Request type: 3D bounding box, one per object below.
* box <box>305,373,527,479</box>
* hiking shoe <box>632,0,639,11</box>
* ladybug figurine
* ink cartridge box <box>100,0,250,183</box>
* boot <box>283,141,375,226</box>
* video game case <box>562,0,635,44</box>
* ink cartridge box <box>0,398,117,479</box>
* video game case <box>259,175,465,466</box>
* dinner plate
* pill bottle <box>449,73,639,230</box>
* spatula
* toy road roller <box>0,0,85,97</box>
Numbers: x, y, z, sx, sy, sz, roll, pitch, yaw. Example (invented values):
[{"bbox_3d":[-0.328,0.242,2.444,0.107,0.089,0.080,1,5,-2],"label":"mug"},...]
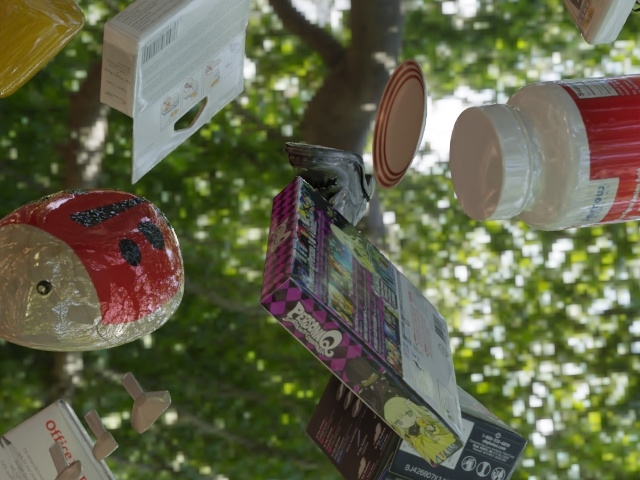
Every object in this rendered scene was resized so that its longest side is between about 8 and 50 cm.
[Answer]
[{"bbox_3d":[0.111,0.240,1.689,0.143,0.165,0.270,-65,-162,3],"label":"box"},{"bbox_3d":[0.432,-0.484,1.932,0.113,0.132,0.304,-49,153,-55],"label":"hiking shoe"},{"bbox_3d":[-0.365,0.028,2.132,0.449,0.305,0.161,-35,148,-64],"label":"ladybug figurine"},{"bbox_3d":[-0.206,-0.263,2.001,0.296,0.066,0.261,-47,157,-42],"label":"ink cartridge box"},{"bbox_3d":[0.000,0.000,1.864,0.263,0.091,0.229,36,67,-64],"label":"boot"},{"bbox_3d":[0.172,-0.274,0.864,0.227,0.026,0.206,107,-32,-52],"label":"video game case"},{"bbox_3d":[-0.395,0.338,1.854,0.158,0.218,0.092,57,-8,7],"label":"ink cartridge box"},{"bbox_3d":[0.037,0.063,1.201,0.210,0.042,0.232,44,17,-17],"label":"video game case"},{"bbox_3d":[0.087,-0.122,1.462,0.141,0.017,0.141,-169,-90,-71],"label":"dinner plate"},{"bbox_3d":[0.416,-0.136,2.112,0.229,0.408,0.229,173,-90,-69],"label":"pill bottle"},{"bbox_3d":[-0.247,0.217,1.571,0.019,0.168,0.242,46,-7,-12],"label":"spatula"},{"bbox_3d":[-0.382,-0.273,1.371,0.240,0.202,0.329,55,23,9],"label":"toy road roller"}]
